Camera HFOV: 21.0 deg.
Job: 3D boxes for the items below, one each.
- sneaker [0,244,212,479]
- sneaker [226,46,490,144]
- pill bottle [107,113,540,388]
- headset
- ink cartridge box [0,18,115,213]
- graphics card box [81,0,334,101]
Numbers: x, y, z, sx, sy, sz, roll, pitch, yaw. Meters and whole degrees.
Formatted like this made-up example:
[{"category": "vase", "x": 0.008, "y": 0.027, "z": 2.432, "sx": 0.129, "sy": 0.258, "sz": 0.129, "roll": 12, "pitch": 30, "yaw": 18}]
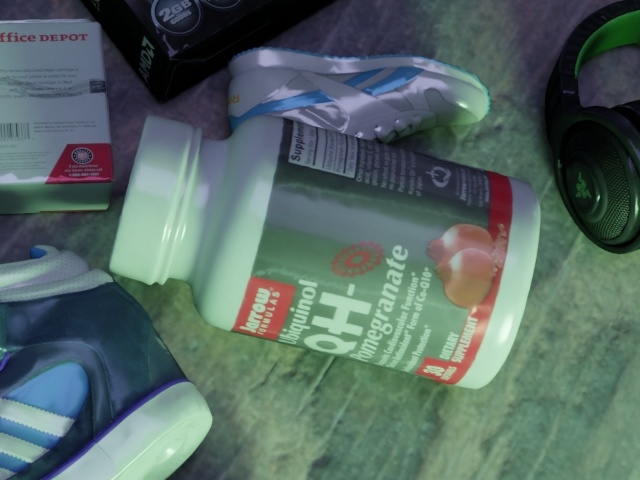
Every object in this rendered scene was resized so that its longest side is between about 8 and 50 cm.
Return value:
[{"category": "sneaker", "x": -0.267, "y": 0.140, "z": 1.300, "sx": 0.322, "sy": 0.130, "sz": 0.236, "roll": -37, "pitch": 69, "yaw": -18}, {"category": "sneaker", "x": 0.033, "y": -0.108, "z": 1.488, "sx": 0.228, "sy": 0.087, "sz": 0.092, "roll": 1, "pitch": 74, "yaw": -4}, {"category": "pill bottle", "x": 0.000, "y": 0.000, "z": 1.377, "sx": 0.318, "sy": 0.176, "sz": 0.176, "roll": 14, "pitch": 65, "yaw": -6}, {"category": "headset", "x": 0.332, "y": -0.067, "z": 1.473, "sx": 0.243, "sy": 0.185, "sz": 0.394, "roll": 3, "pitch": 55, "yaw": -11}, {"category": "ink cartridge box", "x": -0.233, "y": -0.103, "z": 1.432, "sx": 0.109, "sy": 0.063, "sz": 0.151, "roll": -3, "pitch": 67, "yaw": -13}, {"category": "graphics card box", "x": -0.153, "y": -0.329, "z": 1.531, "sx": 0.232, "sy": 0.094, "sz": 0.371, "roll": -32, "pitch": 78, "yaw": -22}]
